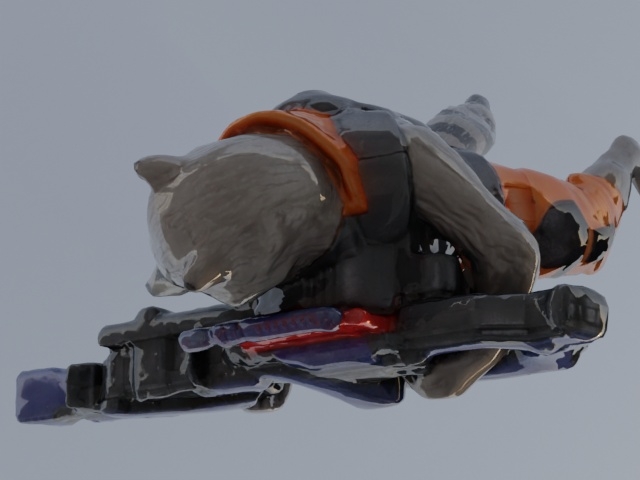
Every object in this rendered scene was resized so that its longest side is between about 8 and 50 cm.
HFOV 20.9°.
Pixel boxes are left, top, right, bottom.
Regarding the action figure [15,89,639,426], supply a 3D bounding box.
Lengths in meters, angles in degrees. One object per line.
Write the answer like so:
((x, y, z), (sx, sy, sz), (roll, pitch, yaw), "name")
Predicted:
((0.000, 0.000, 0.891), (0.341, 0.330, 0.179), (-10, -97, 27), "action figure")
